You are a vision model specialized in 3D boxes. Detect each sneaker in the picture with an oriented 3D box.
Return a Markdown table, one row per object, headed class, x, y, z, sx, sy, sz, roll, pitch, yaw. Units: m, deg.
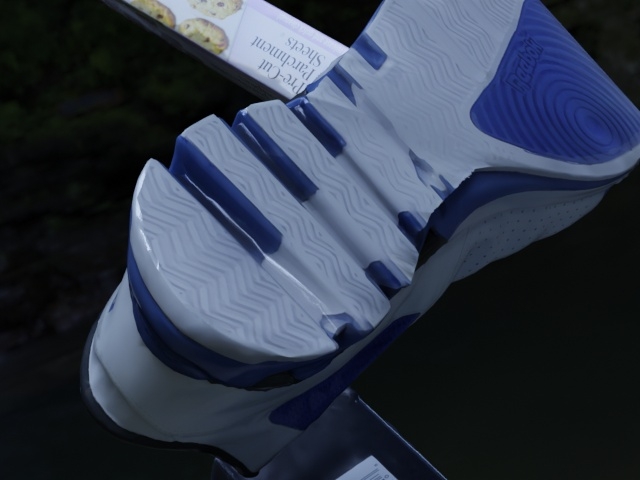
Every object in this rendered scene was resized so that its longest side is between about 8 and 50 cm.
| class | x | y | z | sx | sy | sz | roll | pitch | yaw |
| --- | --- | --- | --- | --- | --- | --- | --- | --- | --- |
| sneaker | -0.001 | 0.001 | 0.705 | 0.315 | 0.127 | 0.182 | -31 | -12 | -45 |

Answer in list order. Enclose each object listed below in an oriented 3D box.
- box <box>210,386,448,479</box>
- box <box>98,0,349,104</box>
| class | x | y | z | sx | sy | sz | roll | pitch | yaw |
| --- | --- | --- | --- | --- | --- | --- | --- | --- | --- |
| box | 0.018 | 0.188 | 0.823 | 0.093 | 0.156 | 0.158 | -29 | -32 | -33 |
| box | -0.082 | -0.180 | 1.320 | 0.067 | 0.324 | 0.063 | -53 | -29 | -6 |
